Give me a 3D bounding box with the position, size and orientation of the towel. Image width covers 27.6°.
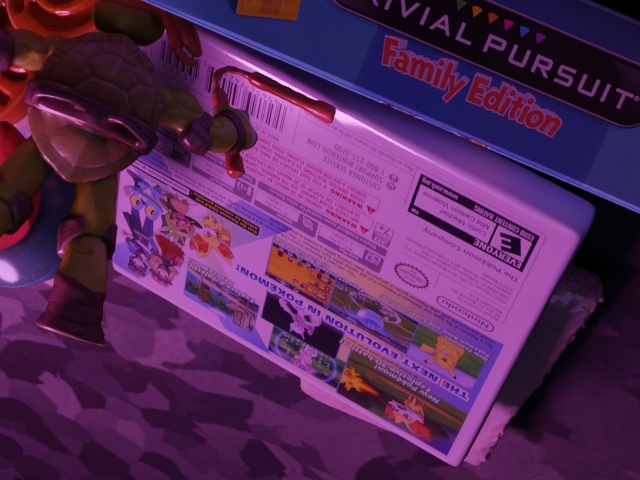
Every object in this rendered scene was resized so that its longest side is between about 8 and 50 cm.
[{"bbox_3d":[0.092,0.075,1.039,0.187,0.049,0.282,22,143,0],"label":"towel"}]

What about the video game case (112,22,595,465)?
[{"bbox_3d":[0.000,0.000,0.940,0.329,0.036,0.300,29,141,10],"label":"video game case"}]

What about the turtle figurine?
[{"bbox_3d":[-0.123,-0.054,0.740,0.269,0.217,0.087,23,173,-25],"label":"turtle figurine"}]

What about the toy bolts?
[{"bbox_3d":[-0.179,-0.081,0.876,0.218,0.228,0.158,-13,158,17],"label":"toy bolts"}]

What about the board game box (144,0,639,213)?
[{"bbox_3d":[0.084,-0.094,0.678,0.336,0.079,0.254,23,-172,0],"label":"board game box"}]
